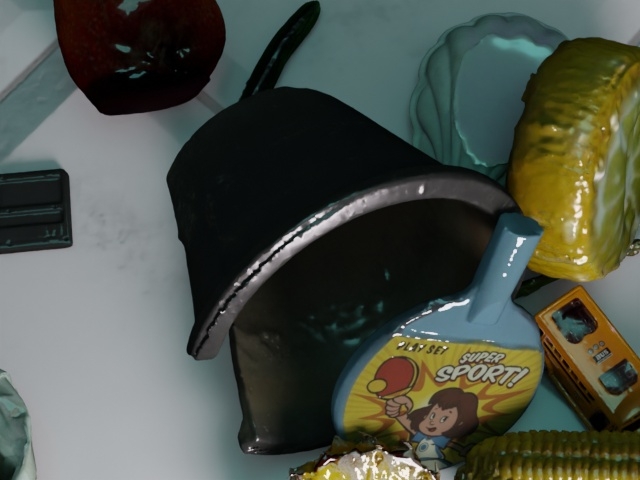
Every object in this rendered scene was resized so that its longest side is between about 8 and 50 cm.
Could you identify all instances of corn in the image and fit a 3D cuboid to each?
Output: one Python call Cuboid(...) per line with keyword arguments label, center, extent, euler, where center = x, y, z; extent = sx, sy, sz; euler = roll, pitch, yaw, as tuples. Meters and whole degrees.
Cuboid(label="corn", center=(0.309, 0.248, 1.490), extent=(0.363, 0.120, 0.120), euler=(1, 70, 18))

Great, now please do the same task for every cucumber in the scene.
Cuboid(label="cucumber", center=(-0.052, -0.205, 1.719), extent=(0.036, 0.033, 0.184), euler=(20, 70, 32))

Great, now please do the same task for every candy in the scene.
Cuboid(label="candy", center=(0.276, -0.085, 1.570), extent=(0.118, 0.260, 0.260), euler=(14, 70, 25))

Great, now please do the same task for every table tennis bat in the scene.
Cuboid(label="table tennis bat", center=(0.132, 0.113, 1.486), extent=(0.215, 0.329, 0.044), euler=(9, 35, -23))

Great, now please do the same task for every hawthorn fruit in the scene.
Cuboid(label="hawthorn fruit", center=(-0.211, -0.254, 1.669), extent=(0.189, 0.189, 0.251), euler=(-23, 54, -8))

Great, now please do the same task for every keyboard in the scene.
Cuboid(label="keyboard", center=(-0.465, -0.019, 1.650), extent=(0.381, 0.041, 0.103), euler=(-3, 71, -9))

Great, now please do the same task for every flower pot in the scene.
Cuboid(label="flower pot", center=(0.000, 0.000, 1.515), extent=(0.379, 0.379, 0.251), euler=(-26, 52, -9))

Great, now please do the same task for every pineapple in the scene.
Cuboid(label="pineapple", center=(0.044, 0.296, 1.509), extent=(0.221, 0.047, 0.221), euler=(-1, 101, -7))

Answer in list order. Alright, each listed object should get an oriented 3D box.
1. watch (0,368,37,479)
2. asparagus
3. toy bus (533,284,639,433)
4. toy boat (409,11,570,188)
Cuboid(label="watch", center=(-0.414, 0.205, 1.516), extent=(0.241, 0.162, 0.253), euler=(-28, 74, -17))
Cuboid(label="asparagus", center=(0.257, 0.038, 1.647), extent=(0.233, 0.022, 0.023), euler=(-20, 29, -5))
Cuboid(label="toy bus", center=(0.298, 0.146, 1.576), extent=(0.083, 0.088, 0.194), euler=(-34, 75, -12))
Cuboid(label="toy boat", center=(0.197, -0.147, 1.669), extent=(0.199, 0.100, 0.290), euler=(18, 70, 4))
